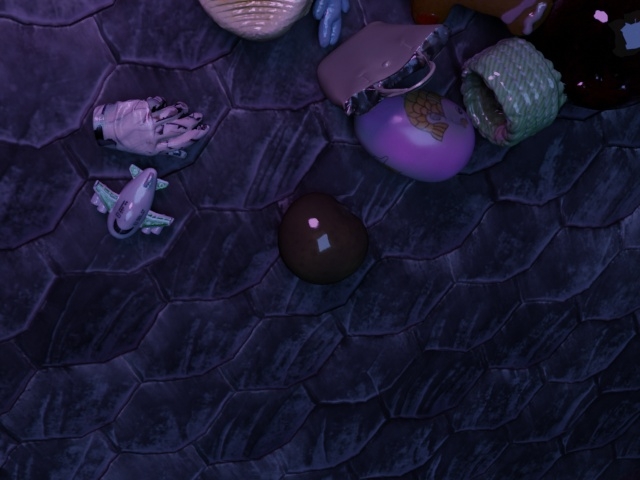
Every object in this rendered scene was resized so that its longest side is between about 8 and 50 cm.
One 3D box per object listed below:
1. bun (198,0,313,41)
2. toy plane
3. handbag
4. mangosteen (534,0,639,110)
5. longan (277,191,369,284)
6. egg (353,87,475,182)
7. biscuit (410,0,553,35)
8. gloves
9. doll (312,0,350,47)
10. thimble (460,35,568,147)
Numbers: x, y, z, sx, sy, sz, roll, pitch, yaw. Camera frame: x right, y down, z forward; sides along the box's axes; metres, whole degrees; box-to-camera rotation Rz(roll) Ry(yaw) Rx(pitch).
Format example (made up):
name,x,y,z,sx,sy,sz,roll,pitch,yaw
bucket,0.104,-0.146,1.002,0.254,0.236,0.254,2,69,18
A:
name,x,y,z,sx,sy,sz,roll,pitch,yaw
bun,-0.113,-0.499,1.000,0.243,0.153,0.244,4,127,5
toy plane,-0.392,-0.077,1.143,0.174,0.080,0.174,-5,115,-12
handbag,0.116,-0.337,1.040,0.241,0.315,0.109,-39,114,2
mangosteen,0.622,-0.454,1.156,0.306,0.307,0.347,24,73,-22
longan,0.000,0.000,1.218,0.196,0.196,0.220,-43,125,5
egg,0.202,-0.228,1.177,0.271,0.196,0.196,3,111,-14
biscuit,0.269,-0.535,1.060,0.432,0.064,0.283,11,140,-3
gloves,-0.332,-0.222,1.087,0.212,0.111,0.128,0,107,-7
doll,0.011,-0.489,1.093,0.075,0.120,0.180,27,126,22
thimble,0.414,-0.325,1.187,0.150,0.219,0.219,-30,116,-3
